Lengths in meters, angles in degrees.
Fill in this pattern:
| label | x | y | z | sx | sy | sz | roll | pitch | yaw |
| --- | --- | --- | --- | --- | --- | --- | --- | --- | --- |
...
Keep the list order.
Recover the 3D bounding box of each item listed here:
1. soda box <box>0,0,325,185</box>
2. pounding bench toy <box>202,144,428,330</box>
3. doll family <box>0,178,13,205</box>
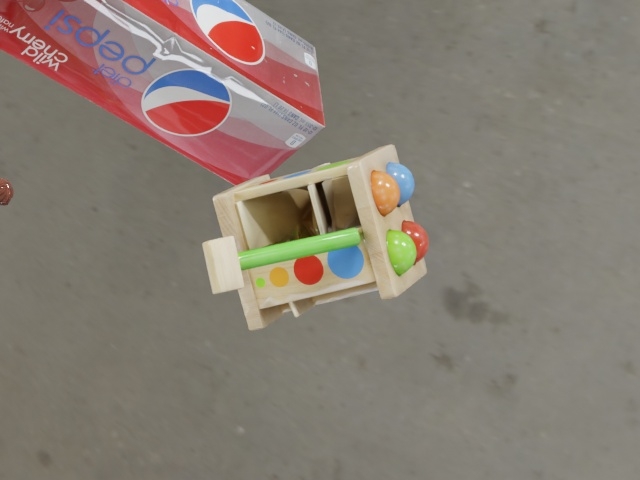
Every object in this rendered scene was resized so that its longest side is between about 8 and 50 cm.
| label | x | y | z | sx | sy | sz | roll | pitch | yaw |
| --- | --- | --- | --- | --- | --- | --- | --- | --- | --- |
| soda box | -0.122 | -0.139 | 1.202 | 0.263 | 0.092 | 0.083 | 30 | 126 | -31 |
| pounding bench toy | 0.000 | 0.000 | 0.663 | 0.065 | 0.083 | 0.052 | -13 | 96 | 18 |
| doll family | -0.370 | -0.057 | 1.687 | 0.193 | 0.111 | 0.076 | -12 | 96 | -49 |
